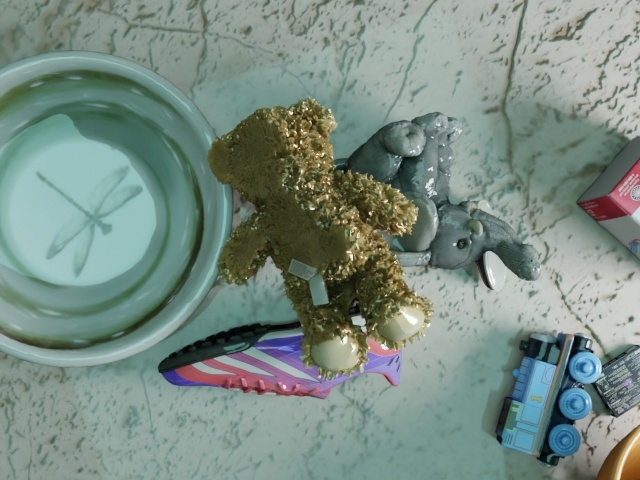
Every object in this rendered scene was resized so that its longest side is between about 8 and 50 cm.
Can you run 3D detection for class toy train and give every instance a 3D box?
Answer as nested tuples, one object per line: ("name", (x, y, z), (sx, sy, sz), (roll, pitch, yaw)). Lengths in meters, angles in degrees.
("toy train", (0.302, 0.205, 1.184), (0.105, 0.080, 0.184), (16, 87, 4))

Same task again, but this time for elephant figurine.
("elephant figurine", (0.137, -0.029, 1.139), (0.169, 0.186, 0.239), (-13, 79, -25))

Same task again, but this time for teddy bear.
("teddy bear", (0.000, 0.000, 1.077), (0.338, 0.113, 0.245), (46, 109, 7))

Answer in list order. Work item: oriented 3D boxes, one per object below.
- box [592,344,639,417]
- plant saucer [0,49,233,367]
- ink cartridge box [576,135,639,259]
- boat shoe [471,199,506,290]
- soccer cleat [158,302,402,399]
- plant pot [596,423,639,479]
("box", (0.418, 0.192, 1.216), (0.083, 0.018, 0.067), (-33, 89, -3))
("plant saucer", (-0.312, -0.040, 1.157), (0.401, 0.100, 0.400), (0, 87, -3))
("ink cartridge box", (0.460, -0.042, 1.174), (0.176, 0.127, 0.128), (42, 86, 0))
("boat shoe", (0.218, 0.008, 1.207), (0.046, 0.038, 0.125), (-19, 95, -45))
("soccer cleat", (-0.049, 0.162, 1.159), (0.318, 0.108, 0.116), (-11, 92, -5))
("plant pot", (0.444, 0.369, 1.086), (0.291, 0.203, 0.290), (5, 61, -9))
